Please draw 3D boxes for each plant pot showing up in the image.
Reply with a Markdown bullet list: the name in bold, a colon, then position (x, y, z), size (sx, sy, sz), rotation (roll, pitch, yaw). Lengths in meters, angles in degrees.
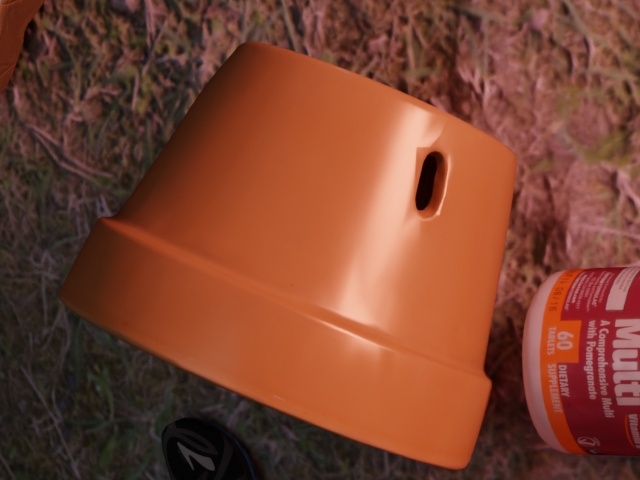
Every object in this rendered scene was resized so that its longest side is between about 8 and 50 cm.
- **plant pot**: position (0.000, 0.000, 1.039), size (0.290, 0.291, 0.204), rotation (22, 89, 27)

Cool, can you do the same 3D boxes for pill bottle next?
- **pill bottle**: position (0.247, 0.074, 0.972), size (0.221, 0.121, 0.121), rotation (-3, 94, 31)

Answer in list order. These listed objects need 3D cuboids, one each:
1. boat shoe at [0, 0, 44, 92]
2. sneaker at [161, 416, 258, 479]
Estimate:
- **boat shoe**: position (-0.265, -0.195, 1.281), size (0.059, 0.063, 0.170), rotation (36, 113, 16)
- **sneaker**: position (-0.087, 0.213, 1.194), size (0.067, 0.078, 0.188), rotation (-38, 51, 30)
